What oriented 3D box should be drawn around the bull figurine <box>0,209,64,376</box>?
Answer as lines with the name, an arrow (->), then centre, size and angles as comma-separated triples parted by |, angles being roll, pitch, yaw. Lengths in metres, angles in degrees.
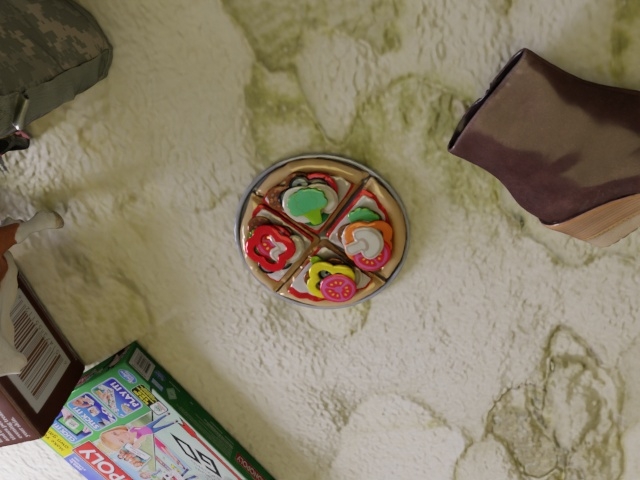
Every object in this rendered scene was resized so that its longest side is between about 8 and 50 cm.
bull figurine -> -0.398, 0.001, 0.639 | 0.310, 0.188, 0.101 | 45, 130, -12

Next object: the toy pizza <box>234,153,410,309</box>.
toy pizza -> 0.000, 0.000, 0.697 | 0.201, 0.032, 0.201 | 3, 119, 5

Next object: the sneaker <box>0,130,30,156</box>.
sneaker -> -0.361, -0.090, 0.643 | 0.047, 0.119, 0.057 | -6, 96, 40

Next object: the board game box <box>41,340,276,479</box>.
board game box -> -0.239, 0.308, 0.889 | 0.213, 0.046, 0.317 | -31, 111, 20

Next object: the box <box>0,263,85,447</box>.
box -> -0.530, 0.179, 0.799 | 0.381, 0.143, 0.191 | -15, 117, 13

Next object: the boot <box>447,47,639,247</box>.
boot -> 0.266, -0.113, 0.562 | 0.206, 0.090, 0.248 | 32, 126, -12

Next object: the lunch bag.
lunch bag -> -0.351, -0.166, 0.527 | 0.286, 0.235, 0.169 | 20, 115, -5
